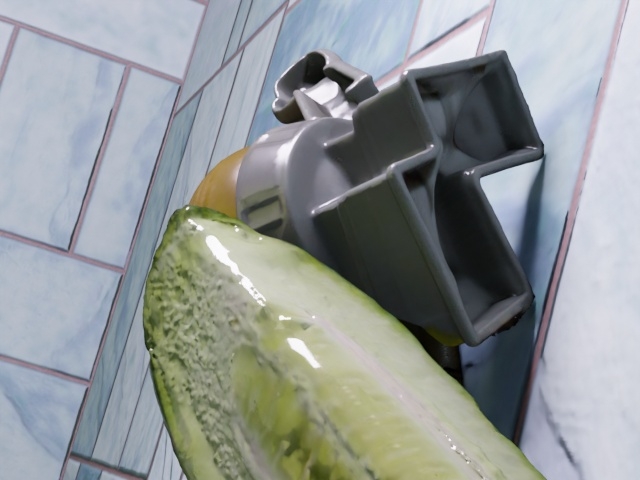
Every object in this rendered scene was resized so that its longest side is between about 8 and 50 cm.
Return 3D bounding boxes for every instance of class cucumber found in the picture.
[{"bbox_3d":[0.009,0.109,0.752,0.325,0.105,0.145,46,114,39],"label":"cucumber"}]

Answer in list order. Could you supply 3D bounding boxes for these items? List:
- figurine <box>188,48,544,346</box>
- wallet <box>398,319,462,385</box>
[{"bbox_3d":[-0.001,-0.002,0.947,0.285,0.167,0.342,-24,24,39],"label":"figurine"},{"bbox_3d":[0.064,0.069,1.012,0.198,0.031,0.110,-92,24,-55],"label":"wallet"}]
